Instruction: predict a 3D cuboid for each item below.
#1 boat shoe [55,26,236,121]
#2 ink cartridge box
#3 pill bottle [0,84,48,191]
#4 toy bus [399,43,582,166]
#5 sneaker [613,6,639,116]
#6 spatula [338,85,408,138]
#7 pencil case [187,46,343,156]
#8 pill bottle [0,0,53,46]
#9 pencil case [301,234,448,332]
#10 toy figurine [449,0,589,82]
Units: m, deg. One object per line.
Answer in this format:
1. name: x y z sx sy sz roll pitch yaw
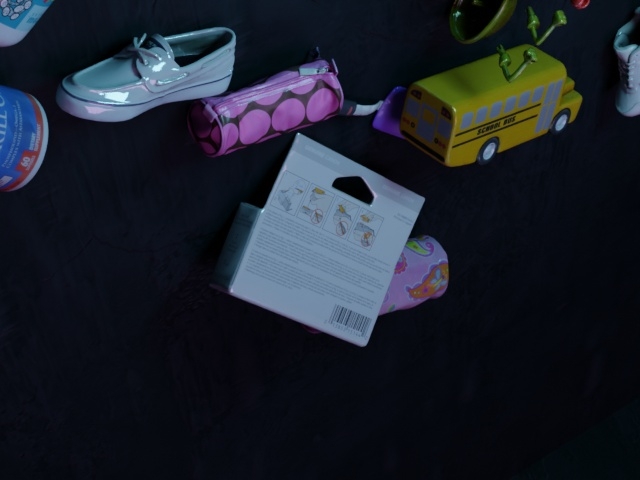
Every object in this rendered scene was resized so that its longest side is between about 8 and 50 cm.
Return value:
1. boat shoe: -0.213 -0.217 1.750 0.258 0.095 0.084 -23 142 -43
2. ink cartridge box: 0.000 0.000 2.185 0.296 0.066 0.261 25 86 -39
3. pill bottle: -0.427 -0.130 1.591 0.221 0.124 0.124 11 123 -52
4. toy bus: 0.273 -0.213 2.194 0.333 0.108 0.130 -23 136 -38
5. sneaker: 0.533 -0.313 2.401 0.115 0.090 0.232 -9 129 -29
6. spatula: 0.059 -0.198 2.096 0.296 0.030 0.084 2 129 -46
7. pencil case: -0.074 -0.185 1.920 0.209 0.095 0.098 -24 172 -23
8. pill bottle: -0.326 -0.302 1.458 0.264 0.146 0.146 -48 147 14
9. pencil case: 0.081 0.072 2.384 0.284 0.124 0.124 -16 141 -32
10. toy figurine: 0.373 -0.401 2.025 0.217 0.191 0.362 -5 136 -49
